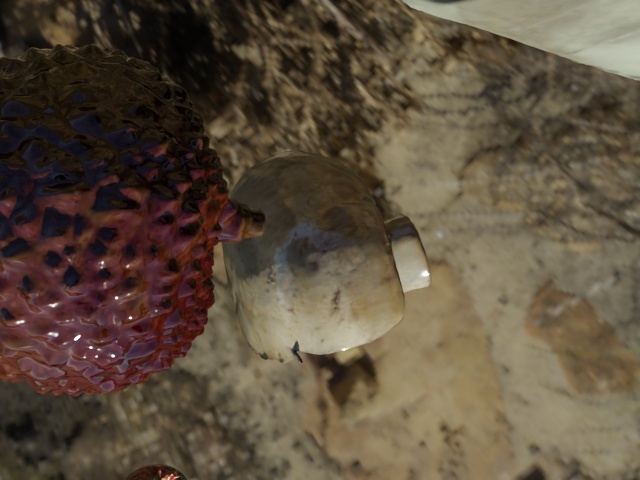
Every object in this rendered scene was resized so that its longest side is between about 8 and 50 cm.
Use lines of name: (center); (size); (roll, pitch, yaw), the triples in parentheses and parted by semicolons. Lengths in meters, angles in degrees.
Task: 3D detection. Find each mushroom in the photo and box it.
mushroom: (0.000, 0.000, 1.673); (0.195, 0.254, 0.189); (-19, 107, -12)

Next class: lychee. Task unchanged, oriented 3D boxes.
lychee: (-0.190, -0.019, 1.259); (0.304, 0.275, 0.275); (-2, 115, -16)

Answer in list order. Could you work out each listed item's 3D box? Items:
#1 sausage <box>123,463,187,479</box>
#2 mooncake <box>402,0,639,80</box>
sausage: (-0.189, 0.288, 1.636); (0.083, 0.083, 0.264); (8, 140, -23)
mooncake: (0.201, -0.186, 0.960); (0.254, 0.250, 0.136); (15, 73, -38)
